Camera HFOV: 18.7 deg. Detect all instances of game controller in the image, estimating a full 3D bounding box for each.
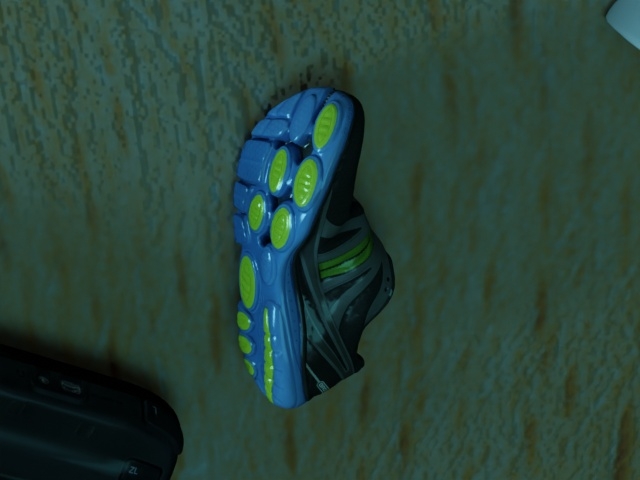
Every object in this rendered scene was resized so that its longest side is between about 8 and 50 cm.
[{"bbox_3d":[-0.237,0.109,1.031,0.319,0.067,0.166,20,131,-25],"label":"game controller"}]

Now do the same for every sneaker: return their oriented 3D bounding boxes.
[{"bbox_3d":[0.000,0.000,1.017,0.078,0.067,0.188,-17,128,-30],"label":"sneaker"}]

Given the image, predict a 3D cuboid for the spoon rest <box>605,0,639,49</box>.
[{"bbox_3d":[0.269,-0.049,1.033,0.276,0.084,0.137,32,111,-30],"label":"spoon rest"}]
